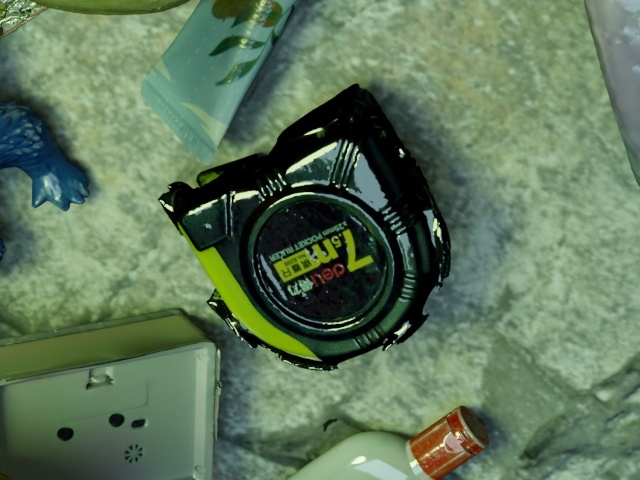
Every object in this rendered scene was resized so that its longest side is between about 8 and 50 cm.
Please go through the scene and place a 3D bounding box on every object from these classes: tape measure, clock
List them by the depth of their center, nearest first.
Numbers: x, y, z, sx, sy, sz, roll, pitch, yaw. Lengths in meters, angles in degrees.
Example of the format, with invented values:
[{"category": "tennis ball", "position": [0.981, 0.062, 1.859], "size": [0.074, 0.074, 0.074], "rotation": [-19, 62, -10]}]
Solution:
[{"category": "tape measure", "position": [0.000, 0.000, 1.495], "size": [0.199, 0.112, 0.186], "rotation": [-25, 101, 21]}, {"category": "clock", "position": [-0.180, 0.145, 1.546], "size": [0.192, 0.071, 0.147], "rotation": [-10, 117, -27]}]

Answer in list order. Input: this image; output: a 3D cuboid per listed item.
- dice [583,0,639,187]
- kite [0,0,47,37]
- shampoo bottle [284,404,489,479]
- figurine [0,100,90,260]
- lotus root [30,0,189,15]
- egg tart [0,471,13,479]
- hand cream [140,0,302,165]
[{"category": "dice", "position": [0.308, -0.187, 1.295], "size": [0.270, 0.270, 0.271], "rotation": [-14, 111, 11]}, {"category": "kite", "position": [-0.246, -0.247, 1.468], "size": [0.198, 0.006, 0.244], "rotation": [18, 114, -3]}, {"category": "shampoo bottle", "position": [0.041, 0.211, 1.611], "size": [0.221, 0.051, 0.108], "rotation": [-37, 103, 19]}, {"category": "figurine", "position": [-0.303, -0.073, 1.483], "size": [0.164, 0.121, 0.262], "rotation": [-25, 112, 14]}, {"category": "lotus root", "position": [-0.142, -0.211, 1.429], "size": [0.183, 0.077, 0.090], "rotation": [-1, 108, 8]}, {"category": "egg tart", "position": [-0.302, 0.244, 1.446], "size": [0.318, 0.128, 0.319], "rotation": [7, 127, 9]}, {"category": "hand cream", "position": [-0.042, -0.185, 1.445], "size": [0.091, 0.058, 0.271], "rotation": [45, 115, 23]}]
